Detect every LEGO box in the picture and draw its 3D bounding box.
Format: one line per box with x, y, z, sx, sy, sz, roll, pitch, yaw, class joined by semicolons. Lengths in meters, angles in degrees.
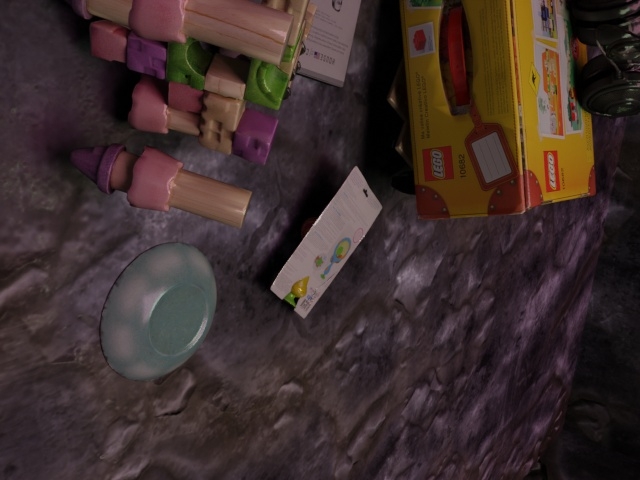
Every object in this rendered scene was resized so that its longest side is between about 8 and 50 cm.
0.318;-0.302;1.166;0.372;0.193;0.500;-10;96;-52;LEGO box

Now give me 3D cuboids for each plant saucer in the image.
-0.198;0.100;0.885;0.195;0.037;0.195;-28;127;-46;plant saucer

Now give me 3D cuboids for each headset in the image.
0.533;-0.331;1.136;0.394;0.185;0.243;-31;113;-61;headset

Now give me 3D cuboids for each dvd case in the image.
-0.001;-0.355;0.959;0.179;0.029;0.239;0;105;-54;dvd case

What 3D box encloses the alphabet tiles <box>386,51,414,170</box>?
0.228;-0.245;1.231;0.285;0.011;0.342;44;54;-37;alphabet tiles

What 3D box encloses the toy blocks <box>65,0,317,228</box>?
-0.151;-0.222;0.686;0.288;0.260;0.309;111;-5;-51;toy blocks

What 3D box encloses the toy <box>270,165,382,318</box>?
0.000;0.000;1.096;0.237;0.056;0.137;-58;147;-12;toy

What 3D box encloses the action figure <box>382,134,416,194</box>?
0.231;-0.161;1.313;0.285;0.099;0.185;-16;110;-54;action figure
